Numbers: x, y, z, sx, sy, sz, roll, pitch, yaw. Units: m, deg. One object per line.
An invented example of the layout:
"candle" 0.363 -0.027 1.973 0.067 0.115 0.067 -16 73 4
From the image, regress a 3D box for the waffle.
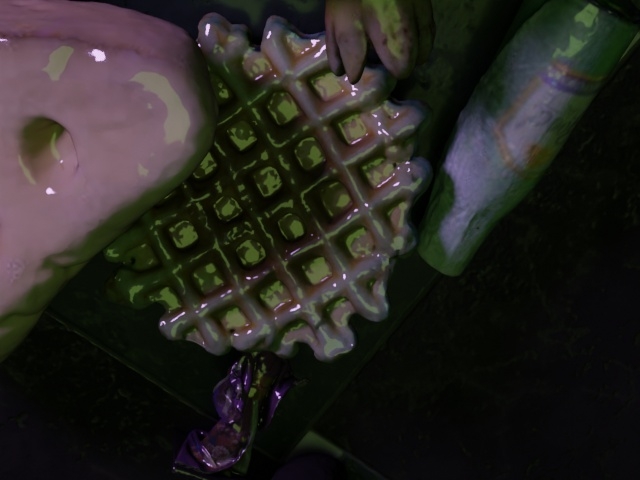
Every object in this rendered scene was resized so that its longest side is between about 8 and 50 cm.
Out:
"waffle" -0.051 -0.045 1.587 0.292 0.056 0.309 11 98 1

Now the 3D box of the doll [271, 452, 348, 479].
"doll" 0.003 0.317 1.731 0.143 0.135 0.234 -38 113 14

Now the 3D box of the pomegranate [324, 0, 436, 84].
"pomegranate" 0.010 -0.275 1.418 0.242 0.242 0.306 1 99 -4

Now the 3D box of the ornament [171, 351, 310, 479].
"ornament" -0.057 0.140 1.679 0.081 0.088 0.203 28 106 -15

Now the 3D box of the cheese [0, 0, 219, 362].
"cheese" -0.233 -0.046 1.526 0.328 0.129 0.351 -1 110 17

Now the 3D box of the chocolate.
"chocolate" 0.172 -0.100 1.590 0.110 0.110 0.291 24 111 -13
